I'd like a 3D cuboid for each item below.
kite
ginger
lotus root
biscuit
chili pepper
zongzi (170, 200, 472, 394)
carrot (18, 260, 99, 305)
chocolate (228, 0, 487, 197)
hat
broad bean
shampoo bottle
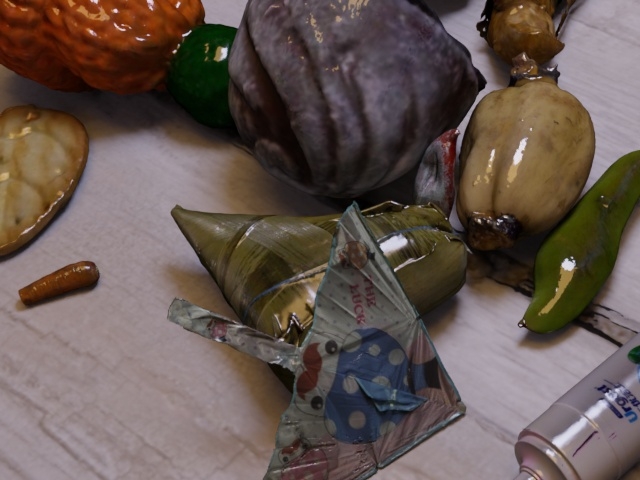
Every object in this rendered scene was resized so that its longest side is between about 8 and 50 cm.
[{"bbox_3d":[0.000,0.125,1.052,0.314,0.011,0.335,19,82,-14],"label":"kite"},{"bbox_3d":[0.297,-0.326,1.451,0.133,0.107,0.309,6,44,32],"label":"ginger"},{"bbox_3d":[0.222,-0.088,1.227,0.154,0.140,0.256,-12,41,43],"label":"lotus root"},{"bbox_3d":[-0.393,-0.079,1.380,0.203,0.041,0.260,-5,49,0],"label":"biscuit"},{"bbox_3d":[0.126,-0.055,1.202,0.050,0.153,0.041,21,43,18],"label":"chili pepper"},{"bbox_3d":[0.000,0.000,1.185,0.251,0.125,0.274,-28,53,-16],"label":"zongzi"},{"bbox_3d":[-0.298,0.048,1.257,0.093,0.032,0.032,-21,49,-4],"label":"carrot"},{"bbox_3d":[0.006,-0.161,1.246,0.303,0.303,0.213,23,76,26],"label":"chocolate"},{"bbox_3d":[-0.266,-0.258,1.404,0.285,0.285,0.400,-38,69,-23],"label":"hat"},{"bbox_3d":[0.306,-0.018,1.194,0.075,0.067,0.325,44,66,-4],"label":"broad bean"},{"bbox_3d":[0.284,0.157,1.030,0.303,0.092,0.092,-33,52,-21],"label":"shampoo bottle"}]
